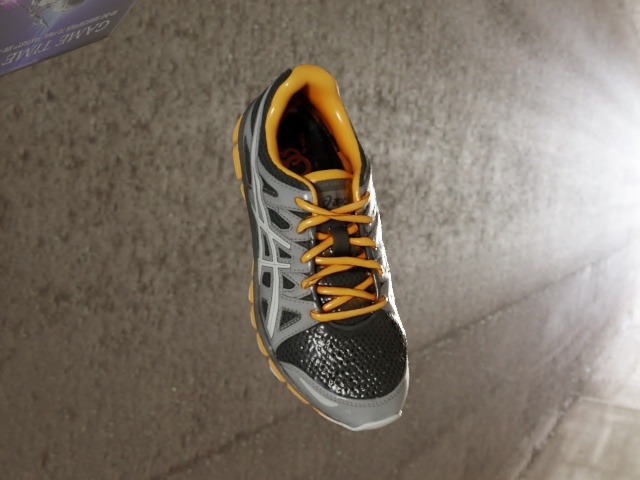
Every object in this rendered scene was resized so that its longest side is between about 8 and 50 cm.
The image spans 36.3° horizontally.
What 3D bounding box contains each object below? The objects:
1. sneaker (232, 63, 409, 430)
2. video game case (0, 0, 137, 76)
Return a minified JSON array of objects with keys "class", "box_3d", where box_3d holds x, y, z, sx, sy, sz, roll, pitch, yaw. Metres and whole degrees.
[{"class":"sneaker","box_3d":[0.000,0.000,0.546,0.083,0.084,0.215,126,-51,-63]},{"class":"video game case","box_3d":[-0.108,-0.182,0.520,0.026,0.274,0.196,50,35,-2]}]
